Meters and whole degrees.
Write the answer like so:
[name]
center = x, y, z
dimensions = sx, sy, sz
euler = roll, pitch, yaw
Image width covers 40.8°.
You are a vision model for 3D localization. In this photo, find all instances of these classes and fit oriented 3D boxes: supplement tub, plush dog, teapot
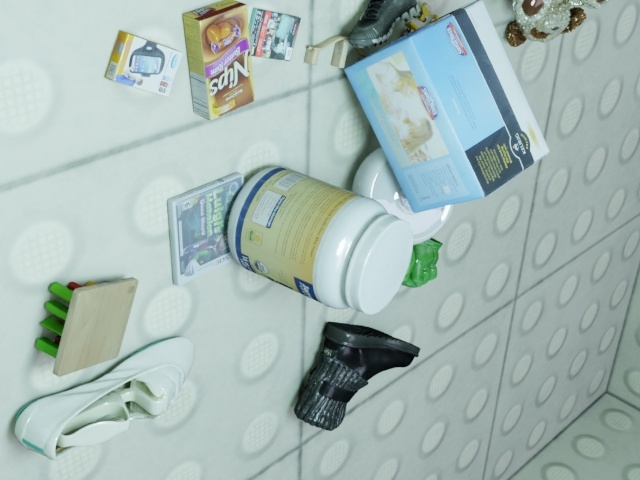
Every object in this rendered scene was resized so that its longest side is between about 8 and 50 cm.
[supplement tub]
center = 0.000, 0.000, 1.698
dimensions = 0.228, 0.316, 0.228
euler = -37, 139, -42
[plush dog]
center = 0.563, -0.594, 2.154
dimensions = 0.262, 0.211, 0.225
euler = -15, 144, -11
[teapot]
center = 0.174, -0.118, 1.971
dimensions = 0.256, 0.187, 0.253
euler = -30, 109, -11

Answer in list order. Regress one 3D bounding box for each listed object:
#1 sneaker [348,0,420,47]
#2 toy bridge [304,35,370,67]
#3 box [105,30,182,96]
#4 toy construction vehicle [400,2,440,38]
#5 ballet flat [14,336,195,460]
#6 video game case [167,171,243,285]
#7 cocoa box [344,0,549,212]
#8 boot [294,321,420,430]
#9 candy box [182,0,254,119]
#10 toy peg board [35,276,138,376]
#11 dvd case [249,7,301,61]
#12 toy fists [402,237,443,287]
[sneaker]
center = 0.123, -0.474, 1.756
dimensions = 0.234, 0.078, 0.106
euler = -43, 134, -38
[toy bridge]
center = 0.040, -0.386, 1.760
dimensions = 0.188, 0.026, 0.063
euler = -6, 115, -48
[box]
center = -0.287, -0.291, 1.434
dimensions = 0.136, 0.028, 0.081
euler = 8, 106, -50
[toy construction vehicle]
center = 0.221, -0.473, 1.918
dimensions = 0.086, 0.035, 0.098
euler = 26, 90, -42
[ballet flat]
center = -0.374, 0.309, 1.634
dimensions = 0.400, 0.139, 0.139
euler = -22, 128, -41
[video game case]
center = -0.220, -0.022, 1.691
dimensions = 0.173, 0.022, 0.190
euler = -27, 131, -38
[cocoa box]
center = 0.257, -0.266, 1.761
dimensions = 0.228, 0.231, 0.347
euler = -33, 102, -31
[boot]
center = 0.093, 0.354, 2.209
dimensions = 0.348, 0.131, 0.260
euler = 15, 95, -42
[candy box]
center = -0.177, -0.320, 1.525
dimensions = 0.109, 0.053, 0.187
euler = -31, 135, -35
[toy peg board]
center = -0.420, 0.138, 1.529
dimensions = 0.160, 0.079, 0.161
euler = -13, 124, -64
[dvd case]
center = -0.090, -0.385, 1.617
dimensions = 0.119, 0.013, 0.087
euler = -5, 116, -47
[toy fists]
center = 0.214, 0.050, 2.192
dimensions = 0.279, 0.096, 0.142
euler = 11, 105, -54
